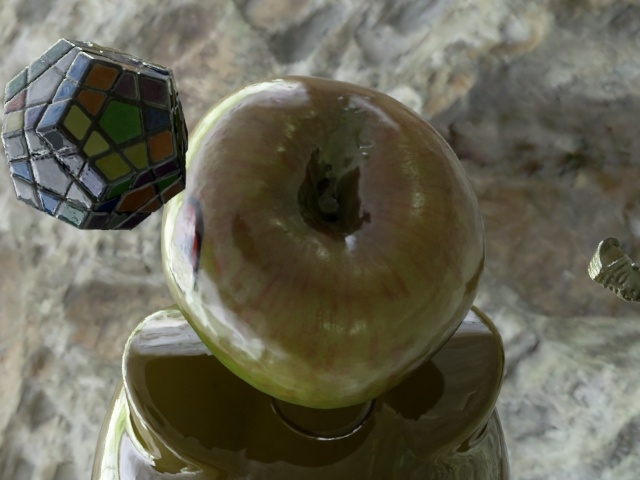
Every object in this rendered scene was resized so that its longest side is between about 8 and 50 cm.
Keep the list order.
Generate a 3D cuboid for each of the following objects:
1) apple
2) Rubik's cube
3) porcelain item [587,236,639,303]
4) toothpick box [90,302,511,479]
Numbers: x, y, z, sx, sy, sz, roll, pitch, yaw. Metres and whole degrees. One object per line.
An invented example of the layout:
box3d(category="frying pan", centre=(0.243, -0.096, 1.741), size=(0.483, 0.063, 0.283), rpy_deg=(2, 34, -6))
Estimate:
box3d(category="apple", centre=(0.000, 0.000, 0.928), size=(0.261, 0.194, 0.260), rpy_deg=(3, -114, -7))
box3d(category="Rubik's cube", centre=(-0.123, -0.058, 0.681), size=(0.111, 0.111, 0.093), rpy_deg=(-14, -155, 33))
box3d(category="porcelain item", centre=(0.336, 0.074, 1.130), size=(0.213, 0.054, 0.084), rpy_deg=(38, -52, 20))
box3d(category="toothpick box", centre=(-0.019, 0.233, 1.183), size=(0.409, 0.425, 0.408), rpy_deg=(3, -135, -3))
